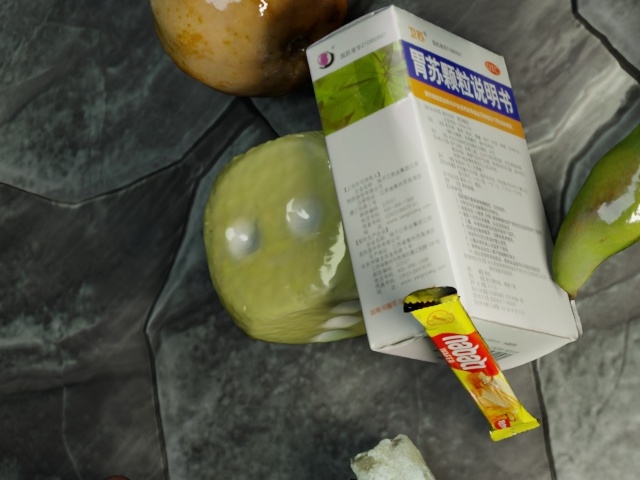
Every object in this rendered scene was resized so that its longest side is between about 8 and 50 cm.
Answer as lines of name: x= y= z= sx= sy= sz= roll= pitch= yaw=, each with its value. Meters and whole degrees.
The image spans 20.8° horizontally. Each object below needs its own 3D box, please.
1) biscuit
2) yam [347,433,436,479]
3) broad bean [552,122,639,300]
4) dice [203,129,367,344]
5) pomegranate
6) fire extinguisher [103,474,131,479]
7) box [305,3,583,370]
biscuit: x=0.132 y=0.107 z=1.487 sx=0.048 sy=0.292 sz=0.026 roll=-13 pitch=59 yaw=16
yam: x=0.102 y=0.305 z=1.591 sx=0.093 sy=0.093 sz=0.259 roll=-41 pitch=60 yaw=23
broad bean: x=0.298 y=-0.089 z=1.547 sx=0.075 sy=0.067 sz=0.325 roll=29 pitch=98 yaw=4
dice: x=0.000 y=0.000 z=1.676 sx=0.169 sy=0.166 sz=0.169 roll=-20 pitch=69 yaw=32
pomegranate: x=-0.072 y=-0.246 z=1.771 sx=0.207 sy=0.207 sz=0.207 roll=-8 pitch=76 yaw=35
fire extinguisher: x=-0.155 y=0.324 z=1.769 sx=0.231 sy=0.099 sz=0.071 roll=29 pitch=120 yaw=37
box: x=0.110 y=-0.041 z=1.583 sx=0.106 sy=0.200 sz=0.299 roll=-25 pitch=67 yaw=30
